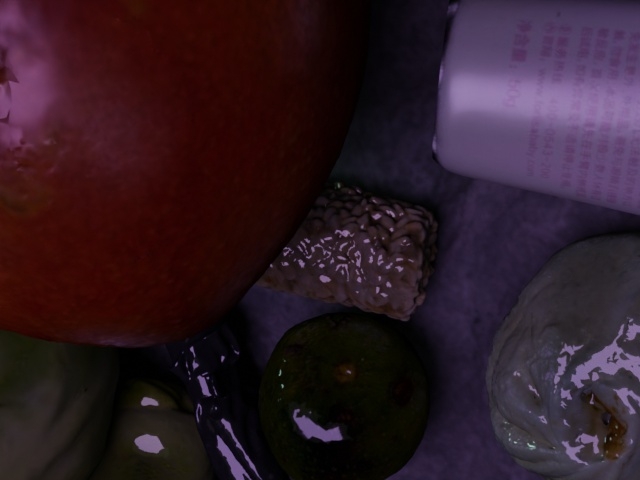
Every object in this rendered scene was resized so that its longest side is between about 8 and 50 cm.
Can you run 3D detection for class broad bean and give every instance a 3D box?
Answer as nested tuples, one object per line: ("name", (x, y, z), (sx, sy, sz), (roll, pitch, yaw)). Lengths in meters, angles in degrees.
("broad bean", (-0.137, 0.183, 1.333), (0.124, 0.082, 0.174), (23, 114, 11))

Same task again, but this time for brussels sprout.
("brussels sprout", (-0.305, 0.084, 1.273), (0.328, 0.247, 0.328), (-7, 75, 30))

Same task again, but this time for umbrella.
("umbrella", (-0.064, 0.128, 1.274), (0.059, 0.066, 0.236), (-24, 90, 32))

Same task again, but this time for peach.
("peach", (-0.148, -0.116, 1.073), (0.388, 0.388, 0.388), (8, 111, 21))

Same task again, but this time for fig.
("fig", (0.016, 0.125, 1.242), (0.123, 0.123, 0.156), (31, 160, 11))

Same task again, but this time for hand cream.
("hand cream", (0.244, -0.077, 1.067), (0.358, 0.118, 0.185), (10, 109, 12))

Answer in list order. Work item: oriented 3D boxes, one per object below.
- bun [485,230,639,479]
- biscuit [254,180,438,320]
("bun", (0.201, 0.092, 1.132), (0.195, 0.118, 0.195), (7, 107, 22))
("biscuit", (0.000, 0.000, 1.216), (0.168, 0.070, 0.082), (16, 122, 16))
